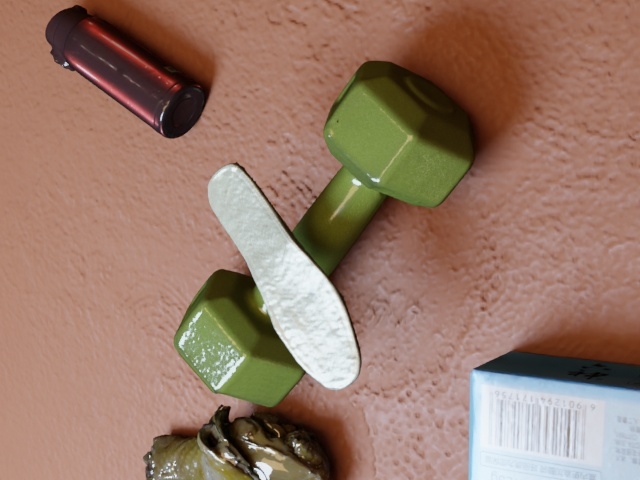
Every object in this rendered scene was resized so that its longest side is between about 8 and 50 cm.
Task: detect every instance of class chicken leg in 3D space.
[{"bbox_3d":[-0.081,0.199,0.983,0.196,0.080,0.125,14,115,29],"label":"chicken leg"}]

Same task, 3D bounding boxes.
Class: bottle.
[{"bbox_3d":[-0.181,-0.154,1.009,0.164,0.060,0.060,36,112,22],"label":"bottle"}]

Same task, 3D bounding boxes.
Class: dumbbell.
[{"bbox_3d":[0.000,0.000,0.892,0.108,0.121,0.302,33,114,-9],"label":"dumbbell"}]

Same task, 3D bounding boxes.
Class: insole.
[{"bbox_3d":[-0.027,0.026,0.842,0.063,0.010,0.192,-39,78,28],"label":"insole"}]

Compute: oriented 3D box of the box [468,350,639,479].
[{"bbox_3d":[0.224,0.166,0.797,0.232,0.083,0.143,4,97,28],"label":"box"}]
